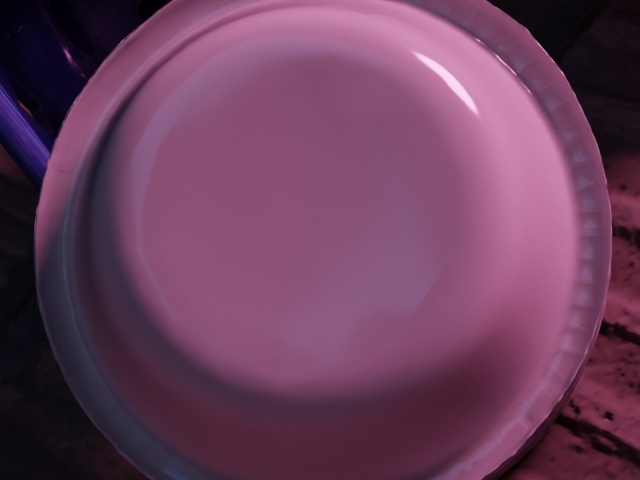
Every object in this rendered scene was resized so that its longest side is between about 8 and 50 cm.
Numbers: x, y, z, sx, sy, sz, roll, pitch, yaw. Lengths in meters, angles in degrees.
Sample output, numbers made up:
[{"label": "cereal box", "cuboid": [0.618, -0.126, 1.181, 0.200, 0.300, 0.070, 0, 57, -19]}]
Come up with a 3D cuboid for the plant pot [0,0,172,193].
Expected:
[{"label": "plant pot", "cuboid": [-0.094, -0.138, 0.981, 0.236, 0.236, 0.212, -35, 12, 0]}]

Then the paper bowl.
[{"label": "paper bowl", "cuboid": [0.000, 0.000, 0.785, 0.284, 0.148, 0.284, -1, 80, 6]}]
